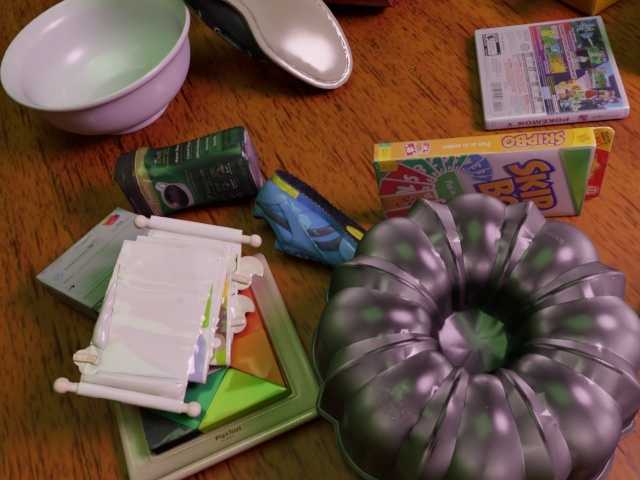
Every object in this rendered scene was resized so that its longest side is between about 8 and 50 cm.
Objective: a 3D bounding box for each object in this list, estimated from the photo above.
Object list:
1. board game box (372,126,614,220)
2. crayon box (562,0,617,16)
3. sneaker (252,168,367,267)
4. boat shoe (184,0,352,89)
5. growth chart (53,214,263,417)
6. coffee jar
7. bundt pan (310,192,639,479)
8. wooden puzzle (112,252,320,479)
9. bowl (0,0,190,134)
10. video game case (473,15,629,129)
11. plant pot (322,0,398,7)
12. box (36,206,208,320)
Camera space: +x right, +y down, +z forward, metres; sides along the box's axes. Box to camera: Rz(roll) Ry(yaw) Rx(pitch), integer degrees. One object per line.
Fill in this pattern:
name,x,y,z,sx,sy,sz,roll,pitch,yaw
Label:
board game box,0.197,-0.071,0.755,0.259,0.124,0.039,-5,54,10
crayon box,0.435,-0.472,1.023,0.318,0.081,0.202,-32,53,-11
sneaker,0.000,0.000,0.798,0.209,0.069,0.082,39,106,23
boat shoe,-0.103,-0.342,0.983,0.340,0.113,0.127,32,77,-12
growth chart,-0.161,0.075,0.712,0.172,0.021,0.237,17,60,-5
coffee jar,-0.177,-0.089,0.874,0.184,0.096,0.079,-12,49,4
bundt pan,0.148,0.091,0.613,0.330,0.124,0.331,-2,61,4
wooden puzzle,-0.134,0.135,0.731,0.221,0.044,0.239,-24,52,-4
bowl,-0.323,-0.261,1.013,0.297,0.134,0.298,-7,53,9
video game case,0.317,-0.239,0.917,0.183,0.023,0.201,-3,52,11
plant pot,0.011,-0.499,1.047,0.265,0.272,0.272,14,58,13
box,-0.242,0.033,0.805,0.186,0.038,0.145,17,52,36
